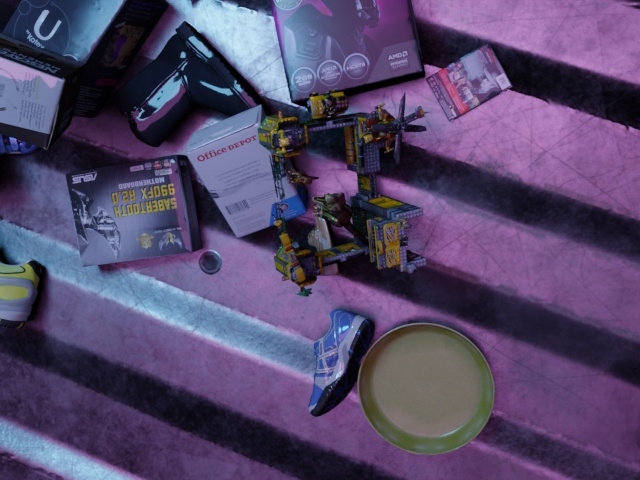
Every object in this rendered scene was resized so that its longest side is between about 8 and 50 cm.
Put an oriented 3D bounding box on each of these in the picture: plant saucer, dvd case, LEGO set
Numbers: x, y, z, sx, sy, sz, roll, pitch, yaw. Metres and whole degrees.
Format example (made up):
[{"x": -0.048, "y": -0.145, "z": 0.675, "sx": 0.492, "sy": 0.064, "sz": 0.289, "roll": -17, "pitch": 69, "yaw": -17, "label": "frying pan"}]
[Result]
[{"x": 0.187, "y": 0.262, "z": 1.224, "sx": 0.241, "sy": 0.037, "sz": 0.241, "roll": 1, "pitch": 96, "yaw": 11, "label": "plant saucer"}, {"x": 0.252, "y": -0.269, "z": 1.164, "sx": 0.119, "sy": 0.013, "sz": 0.087, "roll": -29, "pitch": 90, "yaw": 14, "label": "dvd case"}, {"x": 0.042, "y": -0.066, "z": 1.076, "sx": 0.255, "sy": 0.192, "sz": 0.331, "roll": -5, "pitch": 105, "yaw": -24, "label": "LEGO set"}]

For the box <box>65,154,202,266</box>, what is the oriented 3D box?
[{"x": -0.352, "y": -0.055, "z": 1.291, "sx": 0.231, "sy": 0.056, "sz": 0.183, "roll": -7, "pitch": 94, "yaw": 13, "label": "box"}]

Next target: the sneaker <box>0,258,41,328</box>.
[{"x": -0.731, "y": 0.033, "z": 1.325, "sx": 0.384, "sy": 0.145, "sz": 0.147, "roll": 28, "pitch": 77, "yaw": -15, "label": "sneaker"}]

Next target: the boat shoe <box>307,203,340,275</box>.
[{"x": 0.000, "y": 0.000, "z": 1.227, "sx": 0.045, "sy": 0.050, "sz": 0.135, "roll": -13, "pitch": 93, "yaw": 7, "label": "boat shoe"}]

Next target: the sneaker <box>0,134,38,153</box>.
[{"x": -0.609, "y": -0.192, "z": 1.328, "sx": 0.144, "sy": 0.059, "sz": 0.053, "roll": -9, "pitch": 92, "yaw": 12, "label": "sneaker"}]

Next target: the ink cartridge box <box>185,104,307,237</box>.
[{"x": -0.123, "y": -0.116, "z": 1.182, "sx": 0.139, "sy": 0.082, "sz": 0.191, "roll": -19, "pitch": 122, "yaw": 13, "label": "ink cartridge box"}]

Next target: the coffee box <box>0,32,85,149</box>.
[{"x": -0.540, "y": -0.262, "z": 1.064, "sx": 0.297, "sy": 0.168, "sz": 0.119, "roll": 18, "pitch": 108, "yaw": -14, "label": "coffee box"}]

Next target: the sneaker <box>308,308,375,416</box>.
[{"x": 0.025, "y": 0.222, "z": 1.243, "sx": 0.081, "sy": 0.080, "sz": 0.211, "roll": 30, "pitch": 101, "yaw": 29, "label": "sneaker"}]

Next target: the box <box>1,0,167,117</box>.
[{"x": -0.433, "y": -0.376, "z": 1.228, "sx": 0.165, "sy": 0.143, "sz": 0.270, "roll": 39, "pitch": 102, "yaw": 5, "label": "box"}]

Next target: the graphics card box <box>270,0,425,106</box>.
[{"x": 0.028, "y": -0.432, "z": 1.152, "sx": 0.232, "sy": 0.094, "sz": 0.371, "roll": -10, "pitch": 95, "yaw": 12, "label": "graphics card box"}]

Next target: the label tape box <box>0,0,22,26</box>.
[{"x": -0.591, "y": -0.461, "z": 1.203, "sx": 0.106, "sy": 0.240, "sz": 0.334, "roll": 40, "pitch": 103, "yaw": 3, "label": "label tape box"}]

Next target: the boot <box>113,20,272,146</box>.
[{"x": -0.232, "y": -0.238, "z": 1.226, "sx": 0.207, "sy": 0.094, "sz": 0.246, "roll": -45, "pitch": 84, "yaw": 12, "label": "boot"}]
